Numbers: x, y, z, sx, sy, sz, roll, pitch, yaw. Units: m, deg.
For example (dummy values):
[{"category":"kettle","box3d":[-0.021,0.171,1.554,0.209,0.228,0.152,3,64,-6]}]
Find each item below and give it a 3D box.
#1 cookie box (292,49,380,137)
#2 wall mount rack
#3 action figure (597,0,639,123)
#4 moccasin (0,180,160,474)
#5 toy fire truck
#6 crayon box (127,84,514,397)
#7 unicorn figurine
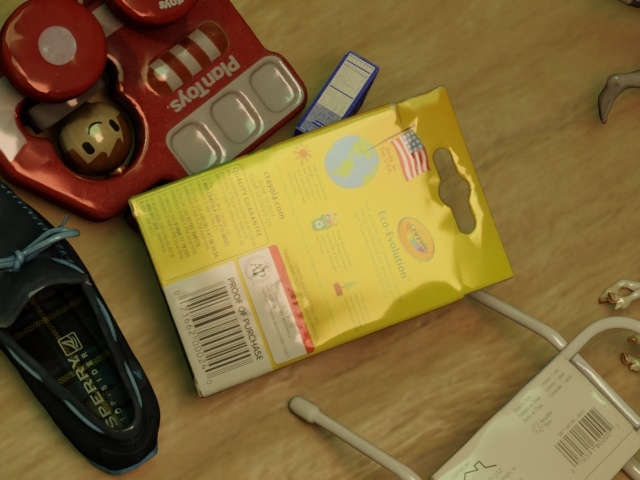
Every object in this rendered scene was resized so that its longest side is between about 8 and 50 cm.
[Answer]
[{"category":"cookie box","box3d":[0.011,-0.127,1.599,0.040,0.092,0.107,32,68,2]},{"category":"wall mount rack","box3d":[0.156,0.181,1.484,0.350,0.130,0.304,-41,82,-20]},{"category":"action figure","box3d":[0.448,-0.199,1.614,0.330,0.178,0.341,-4,48,10]},{"category":"moccasin","box3d":[-0.251,0.056,1.480,0.137,0.117,0.342,-38,77,-19]},{"category":"toy fire truck","box3d":[-0.186,-0.146,1.556,0.302,0.169,0.254,-42,99,-21]},{"category":"crayon box","box3d":[0.000,0.000,1.497,0.318,0.081,0.202,-20,92,-4]},{"category":"unicorn figurine","box3d":[0.345,0.061,1.591,0.111,0.060,0.162,-14,87,-13]}]
